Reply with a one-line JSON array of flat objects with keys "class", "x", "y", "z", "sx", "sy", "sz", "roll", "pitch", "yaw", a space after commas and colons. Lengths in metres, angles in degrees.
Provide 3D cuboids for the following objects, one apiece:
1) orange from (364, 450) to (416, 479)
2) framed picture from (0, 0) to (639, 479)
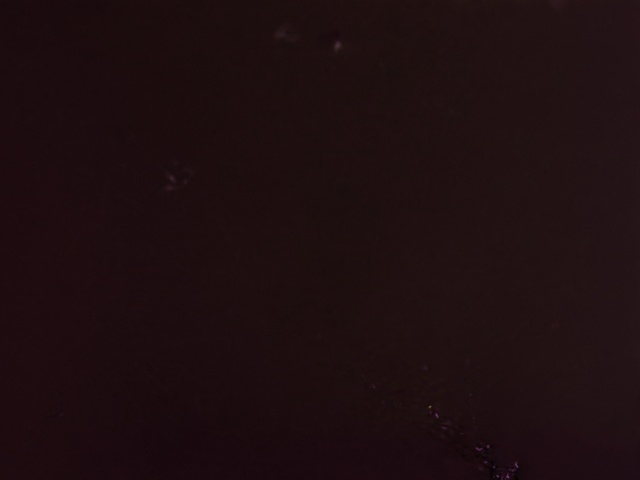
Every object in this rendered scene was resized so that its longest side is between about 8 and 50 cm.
[{"class": "orange", "x": 0.013, "y": 0.085, "z": 0.651, "sx": 0.156, "sy": 0.124, "sz": 0.156, "roll": 170, "pitch": -90, "yaw": -88}, {"class": "framed picture", "x": 0.000, "y": 0.000, "z": 0.551, "sx": 0.019, "sy": 0.296, "sz": 0.232, "roll": -133, "pitch": -136, "yaw": -79}]
